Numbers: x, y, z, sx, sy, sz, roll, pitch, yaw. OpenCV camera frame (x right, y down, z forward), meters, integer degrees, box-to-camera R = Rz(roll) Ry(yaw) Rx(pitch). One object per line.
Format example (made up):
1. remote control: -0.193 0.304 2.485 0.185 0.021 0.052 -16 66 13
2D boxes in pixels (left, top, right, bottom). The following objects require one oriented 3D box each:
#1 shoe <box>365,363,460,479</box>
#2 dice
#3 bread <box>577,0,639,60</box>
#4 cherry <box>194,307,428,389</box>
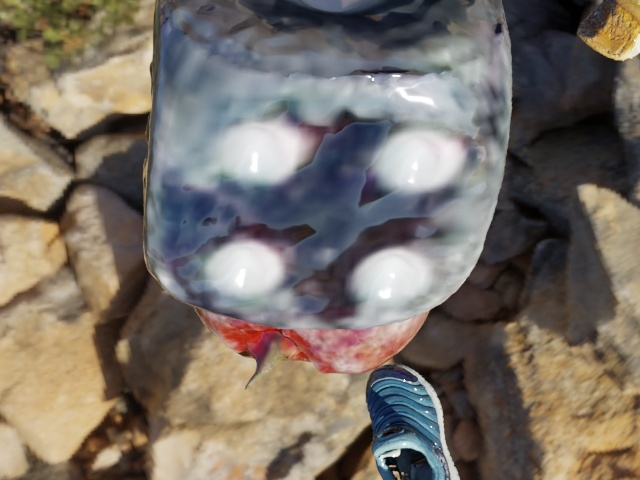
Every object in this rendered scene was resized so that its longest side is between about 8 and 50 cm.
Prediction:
1. shoe: 0.107 0.251 1.659 0.091 0.106 0.207 -25 68 19
2. dice: -0.003 -0.069 0.723 0.182 0.181 0.183 4 133 -7
3. bread: 0.357 -0.255 1.577 0.070 0.083 0.077 47 131 14
4. cherry: 0.000 0.000 1.234 0.230 0.203 0.300 8 76 30
